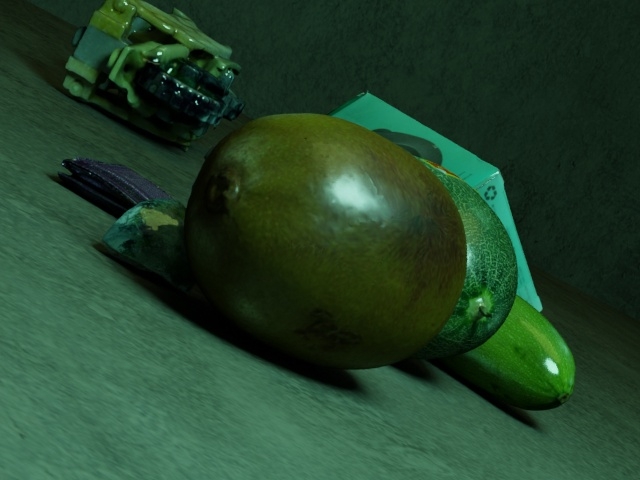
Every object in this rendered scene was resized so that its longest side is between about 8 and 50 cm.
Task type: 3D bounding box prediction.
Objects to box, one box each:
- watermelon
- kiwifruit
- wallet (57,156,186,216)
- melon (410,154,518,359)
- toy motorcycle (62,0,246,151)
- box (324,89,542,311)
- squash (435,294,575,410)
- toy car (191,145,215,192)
[{"bbox_3d":[-0.140,0.006,1.360,0.085,0.085,0.061,28,-34,-10],"label":"watermelon"},{"bbox_3d":[0.000,0.000,1.321,0.234,0.196,0.196,20,11,-44],"label":"kiwifruit"},{"bbox_3d":[-0.174,-0.041,1.596,0.111,0.030,0.166,30,5,10],"label":"wallet"},{"bbox_3d":[0.084,0.016,1.613,0.182,0.182,0.287,25,11,-37],"label":"melon"},{"bbox_3d":[-0.219,-0.234,2.322,0.237,0.169,0.410,28,6,-2],"label":"toy motorcycle"},{"bbox_3d":[0.110,-0.025,1.978,0.311,0.118,0.205,39,-27,54],"label":"box"},{"bbox_3d":[0.116,0.061,1.760,0.395,0.107,0.107,32,6,34],"label":"squash"},{"bbox_3d":[-0.056,0.008,1.492,0.097,0.100,0.191,33,-13,36],"label":"toy car"}]
